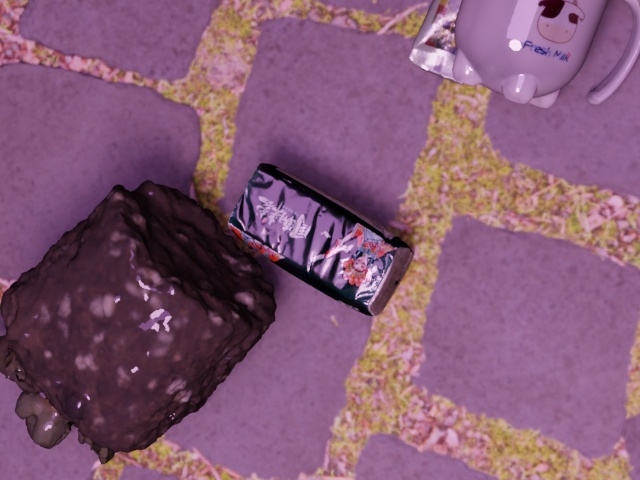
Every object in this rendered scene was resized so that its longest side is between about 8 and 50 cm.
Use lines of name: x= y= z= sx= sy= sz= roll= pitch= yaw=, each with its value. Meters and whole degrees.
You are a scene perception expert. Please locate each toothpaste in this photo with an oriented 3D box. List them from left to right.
toothpaste: x=0.162 y=-0.284 z=1.581 sx=0.067 sy=0.037 sz=0.255 roll=22 pitch=99 yaw=4

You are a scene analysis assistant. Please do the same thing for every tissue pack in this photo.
tissue pack: x=0.001 y=0.000 z=1.587 sx=0.170 sy=0.103 sz=0.090 roll=29 pitch=90 yaw=11

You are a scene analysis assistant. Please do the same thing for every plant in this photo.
plant: x=-0.214 y=0.105 z=1.585 sx=0.312 sy=0.213 sz=0.215 roll=-41 pitch=83 yaw=20

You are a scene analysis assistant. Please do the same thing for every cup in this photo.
cup: x=0.211 y=-0.204 z=1.535 sx=0.134 sy=0.173 sz=0.142 roll=27 pitch=104 yaw=43

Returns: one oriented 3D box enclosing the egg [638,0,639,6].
egg: x=0.371 y=-0.249 z=1.488 sx=0.152 sy=0.114 sz=0.114 roll=-24 pitch=85 yaw=17
